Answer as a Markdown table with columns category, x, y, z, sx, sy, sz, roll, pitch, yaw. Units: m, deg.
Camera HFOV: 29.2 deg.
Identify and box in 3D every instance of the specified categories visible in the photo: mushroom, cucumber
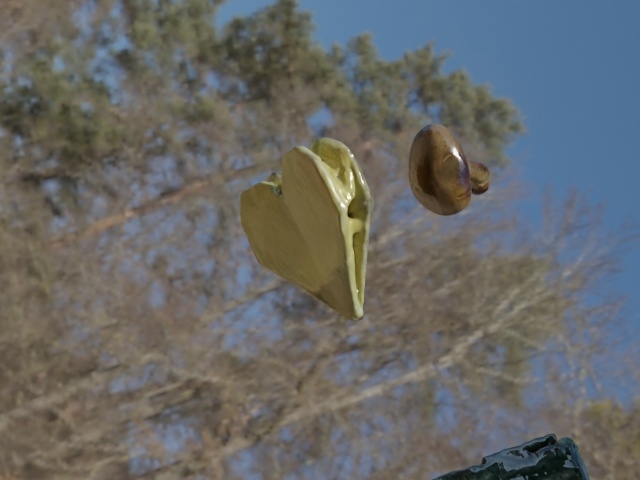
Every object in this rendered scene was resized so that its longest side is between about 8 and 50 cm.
| category | x | y | z | sx | sy | sz | roll | pitch | yaw |
| --- | --- | --- | --- | --- | --- | --- | --- | --- | --- |
| mushroom | 0.129 | -0.061 | 1.236 | 0.088 | 0.073 | 0.129 | 50 | 10 | 34 |
| cucumber | 0.117 | 0.186 | 0.802 | 0.115 | 0.193 | 0.086 | 114 | -36 | -60 |

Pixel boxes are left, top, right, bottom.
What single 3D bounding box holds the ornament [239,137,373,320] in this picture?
| category | x | y | z | sx | sy | sz | roll | pitch | yaw |
| --- | --- | --- | --- | --- | --- | --- | --- | --- | --- |
| ornament | 0.000 | 0.000 | 1.242 | 0.180 | 0.059 | 0.201 | 64 | -27 | 3 |
